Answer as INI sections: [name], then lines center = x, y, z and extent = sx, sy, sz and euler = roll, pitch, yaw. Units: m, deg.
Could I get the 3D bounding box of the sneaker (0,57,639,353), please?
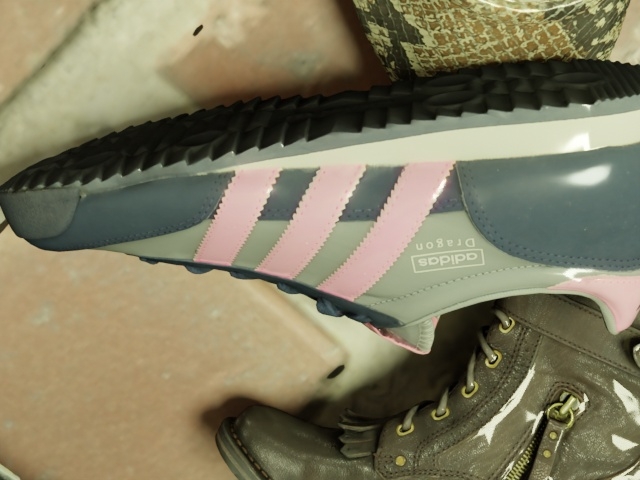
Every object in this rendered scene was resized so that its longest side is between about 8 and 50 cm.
[sneaker]
center = 0.000, 0.000, 0.492
extent = 0.319, 0.112, 0.131
euler = -4, 112, 18

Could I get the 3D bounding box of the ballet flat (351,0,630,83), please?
[ballet flat]
center = 0.078, -0.260, 0.429
extent = 0.164, 0.182, 0.482
euler = -6, 106, -7

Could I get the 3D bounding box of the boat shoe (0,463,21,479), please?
[boat shoe]
center = -0.206, 0.143, 0.534
extent = 0.306, 0.105, 0.113
euler = 25, 87, 11

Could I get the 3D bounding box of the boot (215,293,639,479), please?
[boot]
center = 0.094, 0.065, 0.553
extent = 0.263, 0.091, 0.229
euler = 20, 94, 12
